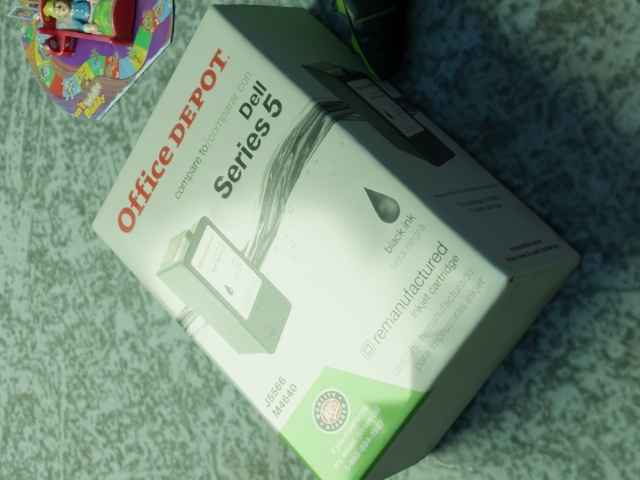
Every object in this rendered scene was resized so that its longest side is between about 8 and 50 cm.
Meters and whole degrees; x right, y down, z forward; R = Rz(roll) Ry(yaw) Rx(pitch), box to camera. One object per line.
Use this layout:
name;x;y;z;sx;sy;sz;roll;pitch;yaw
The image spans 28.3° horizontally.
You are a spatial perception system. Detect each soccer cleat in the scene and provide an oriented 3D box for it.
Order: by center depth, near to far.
soccer cleat;0.043;-0.196;0.828;0.072;0.060;0.179;-7;92;22

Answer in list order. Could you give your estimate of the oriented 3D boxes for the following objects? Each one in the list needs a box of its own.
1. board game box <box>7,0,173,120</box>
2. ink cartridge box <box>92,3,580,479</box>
board game box;-0.190;-0.177;1.003;0.169;0.033;0.133;-40;74;32
ink cartridge box;0.000;0.000;0.846;0.273;0.115;0.198;44;118;22
